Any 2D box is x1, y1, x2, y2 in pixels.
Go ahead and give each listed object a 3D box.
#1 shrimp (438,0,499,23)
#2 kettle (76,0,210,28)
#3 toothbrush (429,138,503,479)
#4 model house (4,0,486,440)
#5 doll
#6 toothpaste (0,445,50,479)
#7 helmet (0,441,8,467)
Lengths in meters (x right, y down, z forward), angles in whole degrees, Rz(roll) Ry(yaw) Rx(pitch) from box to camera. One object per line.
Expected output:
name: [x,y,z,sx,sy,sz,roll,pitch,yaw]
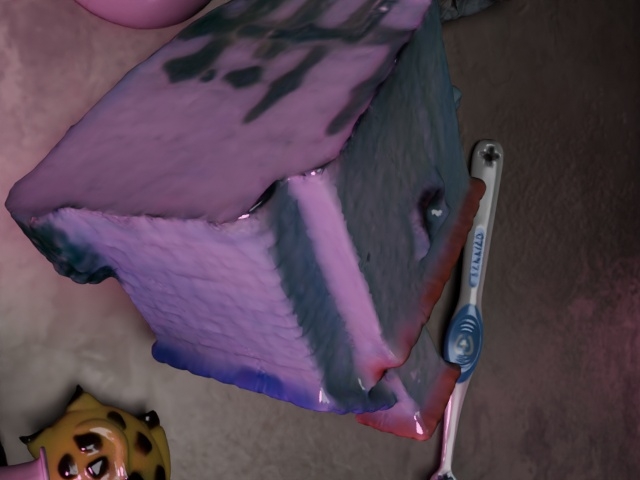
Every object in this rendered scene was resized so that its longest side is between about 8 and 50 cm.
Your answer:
shrimp: [0.165,-0.268,0.761,0.233,0.079,0.090,-32,64,-21]
kettle: [-0.094,-0.278,0.565,0.161,0.236,0.221,35,78,-18]
toothbrush: [0.140,0.090,0.781,0.040,0.040,0.385,11,83,-22]
model house: [0.000,0.000,0.643,0.294,0.252,0.329,-59,135,-35]
doll: [-0.121,0.242,0.645,0.117,0.086,0.291,-43,103,-27]
toothpaste: [-0.277,0.165,0.416,0.266,0.061,0.096,-9,89,-19]
helmet: [-0.341,0.159,0.508,0.225,0.177,0.305,-46,108,-13]
